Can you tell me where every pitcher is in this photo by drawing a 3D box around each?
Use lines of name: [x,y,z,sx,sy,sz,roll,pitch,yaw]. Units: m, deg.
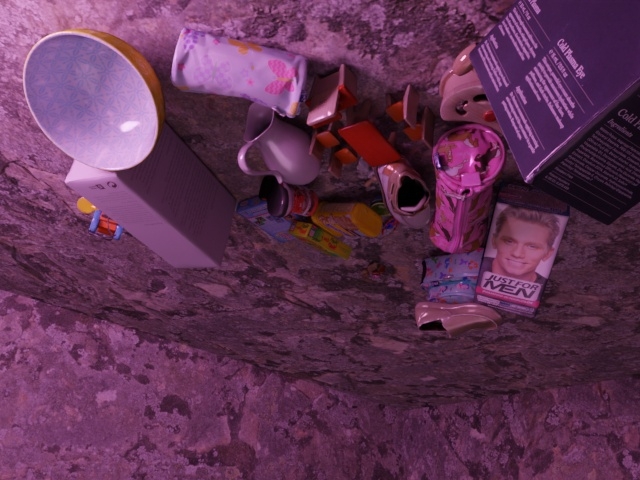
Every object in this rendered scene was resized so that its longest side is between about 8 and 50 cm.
pitcher: [-0.097,-0.196,1.316,0.125,0.178,0.207,7,156,41]

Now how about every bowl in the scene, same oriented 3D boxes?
bowl: [-0.442,-0.309,1.188,0.289,0.156,0.290,6,126,9]

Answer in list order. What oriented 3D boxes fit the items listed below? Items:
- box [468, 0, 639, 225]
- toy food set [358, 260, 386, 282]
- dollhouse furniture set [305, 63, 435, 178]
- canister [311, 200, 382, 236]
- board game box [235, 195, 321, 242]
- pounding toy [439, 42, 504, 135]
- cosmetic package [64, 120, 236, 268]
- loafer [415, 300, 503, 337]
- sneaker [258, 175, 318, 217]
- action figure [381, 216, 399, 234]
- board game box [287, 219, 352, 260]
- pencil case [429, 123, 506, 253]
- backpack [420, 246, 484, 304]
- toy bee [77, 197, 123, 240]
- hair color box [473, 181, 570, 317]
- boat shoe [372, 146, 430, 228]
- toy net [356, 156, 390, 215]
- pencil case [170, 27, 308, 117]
box: [0.412,-0.260,0.797,0.178,0.343,0.312,21,132,-23]
toy food set: [0.186,0.106,1.972,0.077,0.019,0.122,20,142,-21]
dollhouse furniture set: [0.080,-0.239,1.230,0.261,0.135,0.259,-13,145,35]
canister: [0.074,-0.058,1.583,0.126,0.074,0.169,33,161,-37]
board game box: [-0.123,-0.068,1.708,0.160,0.039,0.211,-14,145,35]
pounding toy: [0.321,-0.257,1.107,0.269,0.155,0.154,28,142,-32]
cosmetic package: [-0.414,-0.125,1.483,0.161,0.230,0.453,-4,149,23]
loafer: [0.409,0.244,1.703,0.268,0.092,0.102,-1,144,31]
sneaker: [-0.066,-0.106,1.466,0.144,0.090,0.270,14,-171,-18]
action figure: [0.207,-0.046,1.671,0.038,0.030,0.115,26,146,-20]
board game box: [0.000,0.000,1.682,0.181,0.043,0.092,30,170,-39]
pencil case: [0.339,-0.105,1.349,0.167,0.160,0.386,-35,155,-7]
backpack: [0.461,0.129,1.774,0.225,0.191,0.253,31,140,-35]
toy bee: [-0.623,-0.084,1.735,0.195,0.162,0.298,22,175,-40]
hair color box: [0.517,0.031,1.484,0.173,0.105,0.348,13,130,16]
boat shoe: [0.219,-0.106,1.435,0.113,0.103,0.302,-37,140,6]
toy net: [0.167,-0.143,1.481,0.122,0.045,0.232,-3,150,21]
pencil case: [-0.157,-0.335,1.139,0.272,0.114,0.124,13,130,-6]
